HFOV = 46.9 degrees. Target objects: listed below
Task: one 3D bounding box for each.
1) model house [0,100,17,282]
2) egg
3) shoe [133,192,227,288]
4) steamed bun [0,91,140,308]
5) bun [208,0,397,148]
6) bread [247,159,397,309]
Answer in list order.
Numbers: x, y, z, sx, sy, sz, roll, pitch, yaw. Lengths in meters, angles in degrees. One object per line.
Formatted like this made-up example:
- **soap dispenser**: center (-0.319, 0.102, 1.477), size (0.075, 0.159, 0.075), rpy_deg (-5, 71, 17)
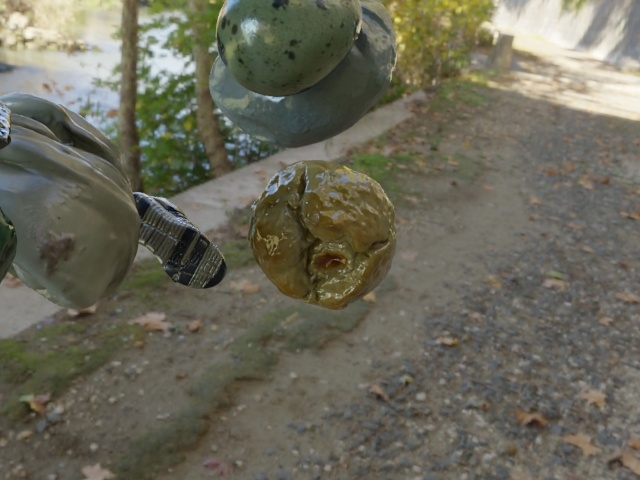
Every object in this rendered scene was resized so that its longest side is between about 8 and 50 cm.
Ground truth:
- **model house**: center (-0.342, -0.102, 0.571), size (0.298, 0.284, 0.243), rpy_deg (-19, -43, 41)
- **egg**: center (-0.043, -0.308, 1.083), size (0.228, 0.177, 0.177), rpy_deg (-23, 30, -17)
- **shoe**: center (-0.226, -0.004, 1.188), size (0.207, 0.092, 0.106), rpy_deg (38, 17, 19)
- **steamed bun**: center (-0.365, -0.072, 0.946), size (0.309, 0.220, 0.324), rpy_deg (33, -10, -5)
- **bun**: center (-0.037, -0.330, 1.319), size (0.354, 0.194, 0.355), rpy_deg (-9, 54, 12)
- **bread**: center (0.000, 0.000, 1.128), size (0.244, 0.245, 0.134), rpy_deg (11, 32, 2)
